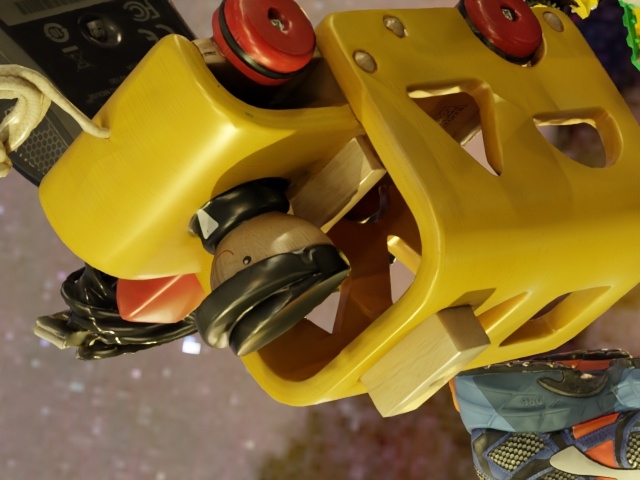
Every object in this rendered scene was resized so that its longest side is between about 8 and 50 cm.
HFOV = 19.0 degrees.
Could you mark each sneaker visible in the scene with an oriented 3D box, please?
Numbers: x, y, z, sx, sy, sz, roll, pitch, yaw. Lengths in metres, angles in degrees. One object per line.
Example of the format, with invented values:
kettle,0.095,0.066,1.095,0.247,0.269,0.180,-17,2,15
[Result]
sneaker,0.140,0.088,0.780,0.221,0.083,0.087,-8,89,60

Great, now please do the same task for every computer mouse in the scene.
computer mouse,-0.107,-0.056,0.898,0.188,0.272,0.072,-17,-28,-41

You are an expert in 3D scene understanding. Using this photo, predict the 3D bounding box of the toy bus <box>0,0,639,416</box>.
toy bus,0.011,-0.004,0.543,0.104,0.202,0.191,60,176,19

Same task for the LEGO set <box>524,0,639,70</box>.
LEGO set,0.200,-0.227,0.736,0.255,0.192,0.331,49,-126,-27
